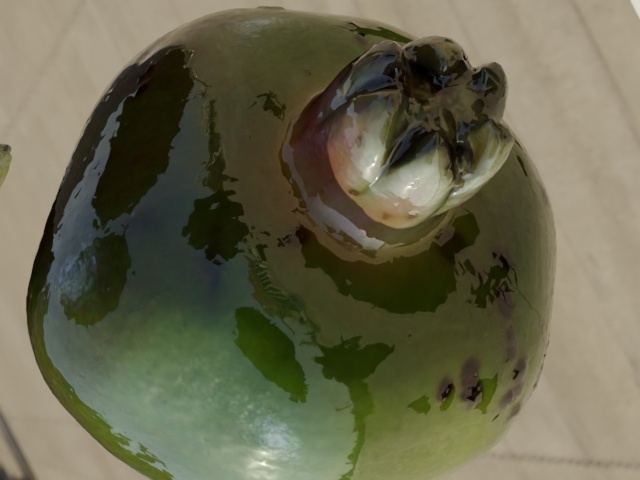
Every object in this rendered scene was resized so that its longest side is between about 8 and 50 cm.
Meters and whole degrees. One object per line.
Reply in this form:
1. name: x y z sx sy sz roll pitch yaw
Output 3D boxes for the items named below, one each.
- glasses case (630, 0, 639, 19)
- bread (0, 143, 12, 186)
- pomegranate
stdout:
1. glasses case: 0.144 -0.106 0.772 0.021 0.032 0.083 3 147 35
2. bread: -0.208 0.005 0.803 0.103 0.156 0.110 1 95 33
3. pomegranate: 0.000 0.000 0.592 0.180 0.180 0.210 60 153 7
